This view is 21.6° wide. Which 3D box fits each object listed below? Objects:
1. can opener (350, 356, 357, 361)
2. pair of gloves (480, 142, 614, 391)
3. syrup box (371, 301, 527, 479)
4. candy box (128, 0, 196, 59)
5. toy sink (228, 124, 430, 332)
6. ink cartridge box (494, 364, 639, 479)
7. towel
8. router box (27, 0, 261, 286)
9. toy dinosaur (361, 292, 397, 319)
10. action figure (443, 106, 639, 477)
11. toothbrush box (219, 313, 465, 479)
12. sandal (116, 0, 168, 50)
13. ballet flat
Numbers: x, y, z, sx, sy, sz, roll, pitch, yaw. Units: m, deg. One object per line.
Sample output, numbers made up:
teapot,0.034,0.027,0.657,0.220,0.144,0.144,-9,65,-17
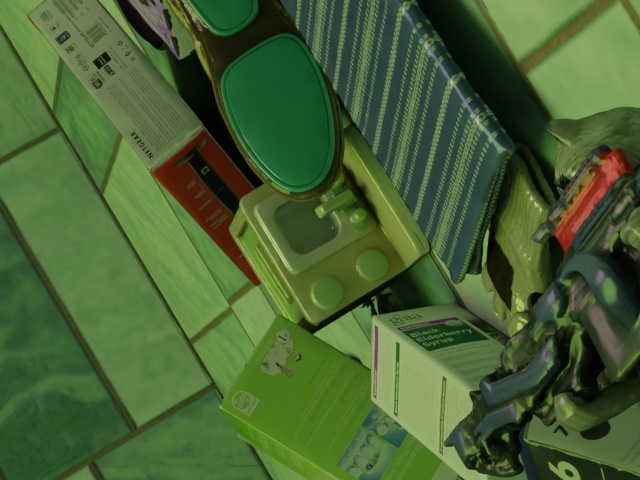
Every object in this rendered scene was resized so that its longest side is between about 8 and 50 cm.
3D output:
can opener,0.047,0.194,2.143,0.073,0.059,0.186,62,167,-9
pair of gloves,0.179,0.070,1.313,0.204,0.042,0.240,86,165,-61
syrup box,0.137,0.142,1.573,0.237,0.093,0.096,-143,50,-59
candy box,-0.187,-0.325,1.853,0.165,0.070,0.196,49,164,37
toy sink,0.000,0.000,1.743,0.152,0.131,0.234,58,166,4
ink cartridge box,0.253,0.201,1.163,0.333,0.065,0.165,14,136,43
towel,0.057,-0.149,1.375,0.336,0.040,0.243,60,165,22
router box,-0.191,-0.134,2.094,0.335,0.082,0.301,49,178,37
toy dinosaur,0.086,0.095,1.883,0.082,0.047,0.090,56,-158,-23
action figure,0.229,0.069,0.999,0.330,0.179,0.341,60,143,16
toothbrush box,0.050,0.216,1.776,0.283,0.122,0.206,29,168,10
sandal,-0.286,-0.391,1.998,0.169,0.102,0.416,46,162,46
ballet flat,-0.069,-0.183,1.677,0.342,0.116,0.124,58,-178,13
